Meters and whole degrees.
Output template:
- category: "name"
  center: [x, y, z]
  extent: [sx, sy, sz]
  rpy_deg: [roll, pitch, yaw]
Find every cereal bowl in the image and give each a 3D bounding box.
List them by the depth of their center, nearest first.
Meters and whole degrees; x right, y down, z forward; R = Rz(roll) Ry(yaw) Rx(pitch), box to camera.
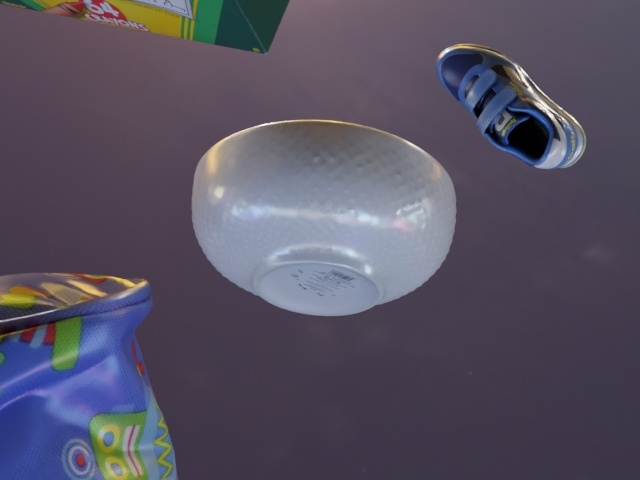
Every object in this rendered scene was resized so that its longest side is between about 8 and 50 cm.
- category: "cereal bowl"
  center: [0.000, 0.000, 1.196]
  extent: [0.339, 0.339, 0.141]
  rpy_deg: [6, -118, 0]

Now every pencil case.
- category: "pencil case"
  center: [-0.096, 0.163, 0.348]
  extent: [0.119, 0.133, 0.306]
  rpy_deg: [-11, -93, 1]

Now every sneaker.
- category: "sneaker"
  center: [0.149, -0.110, 0.780]
  extent: [0.144, 0.053, 0.059]
  rpy_deg: [40, -145, 17]

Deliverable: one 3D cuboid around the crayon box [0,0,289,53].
- category: "crayon box"
  center: [-0.242, -0.332, 0.930]
  extent: [0.363, 0.313, 0.106]
  rpy_deg: [15, -106, 22]
